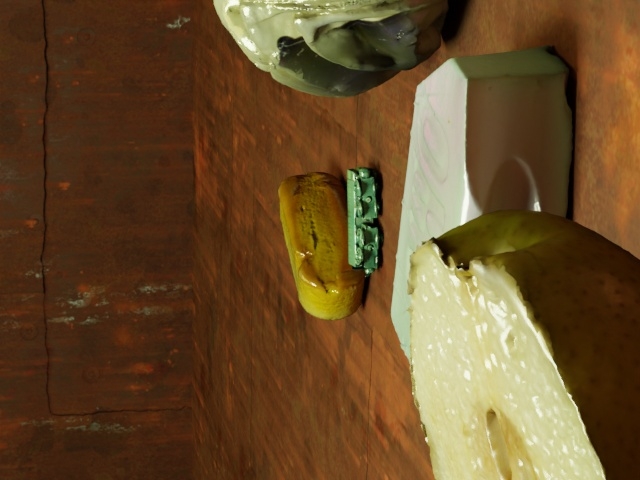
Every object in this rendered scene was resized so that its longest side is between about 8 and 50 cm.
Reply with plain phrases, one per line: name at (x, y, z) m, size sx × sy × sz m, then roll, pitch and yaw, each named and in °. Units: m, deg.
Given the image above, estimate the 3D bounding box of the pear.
pear at (0.216, 0.162, 1.282) m, size 0.340 × 0.191 × 0.386 m, roll -148°, pitch 44°, yaw -66°

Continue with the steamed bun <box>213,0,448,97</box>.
steamed bun at (0.031, -0.274, 1.926) m, size 0.320 × 0.275 × 0.206 m, roll 26°, pitch -139°, yaw -64°

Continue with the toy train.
toy train at (0.059, -0.026, 2.293) m, size 0.071 × 0.038 × 0.148 m, roll -141°, pitch 49°, yaw -77°

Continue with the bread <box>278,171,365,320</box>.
bread at (0.000, 0.000, 2.419) m, size 0.094 × 0.102 × 0.245 m, roll 98°, pitch 165°, yaw -44°

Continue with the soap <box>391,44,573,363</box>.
soap at (0.158, -0.027, 1.688) m, size 0.208 × 0.115 × 0.347 m, roll -114°, pitch 25°, yaw -58°
